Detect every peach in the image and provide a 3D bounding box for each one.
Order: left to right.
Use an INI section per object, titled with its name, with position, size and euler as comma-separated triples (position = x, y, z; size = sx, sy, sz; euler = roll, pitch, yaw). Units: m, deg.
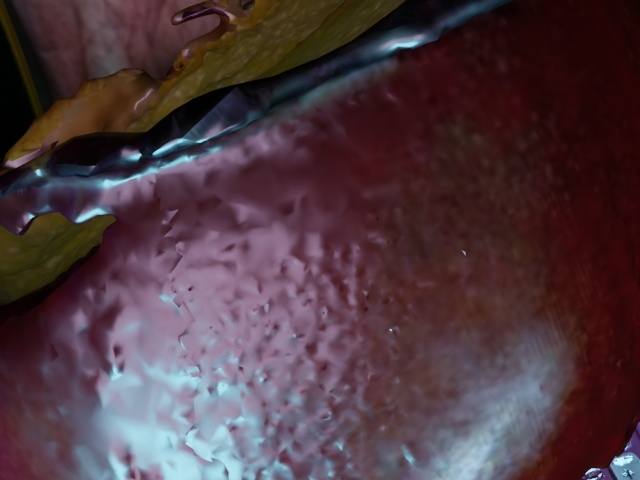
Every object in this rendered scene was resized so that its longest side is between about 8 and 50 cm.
[peach]
position = 0.000, 0.000, 0.736
size = 0.353, 0.339, 0.416
euler = 20, 112, -10

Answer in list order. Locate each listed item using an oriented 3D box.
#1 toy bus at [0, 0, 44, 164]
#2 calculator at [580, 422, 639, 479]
[toy bus]
position = -0.406, -0.038, 0.903
size = 0.440, 0.249, 0.209
euler = -21, 90, 23
[calculator]
position = 0.131, 0.098, 0.906
size = 0.127, 0.034, 0.190
euler = -21, 111, 26
